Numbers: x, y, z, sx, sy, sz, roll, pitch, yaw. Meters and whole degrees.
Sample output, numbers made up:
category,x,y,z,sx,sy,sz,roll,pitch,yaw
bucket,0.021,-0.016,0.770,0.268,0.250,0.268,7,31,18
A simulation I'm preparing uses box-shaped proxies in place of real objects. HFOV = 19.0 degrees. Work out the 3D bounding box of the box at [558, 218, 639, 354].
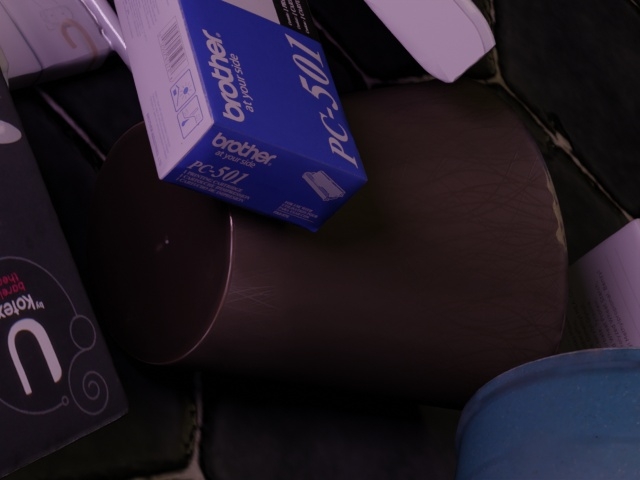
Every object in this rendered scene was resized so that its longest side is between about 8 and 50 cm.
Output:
category,x,y,z,sx,sy,sz,roll,pitch,yaw
box,0.251,0.095,1.244,0.181,0.119,0.182,5,55,-44

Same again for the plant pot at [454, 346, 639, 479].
category,x,y,z,sx,sy,sz,roll,pitch,yaw
plant pot,0.175,0.232,0.954,0.271,0.271,0.255,32,56,-24

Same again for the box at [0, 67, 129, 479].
category,x,y,z,sx,sy,sz,roll,pitch,yaw
box,-0.220,-0.015,0.779,0.165,0.143,0.270,-24,94,-52

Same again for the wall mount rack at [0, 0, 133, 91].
category,x,y,z,sx,sy,sz,roll,pitch,yaw
wall mount rack,-0.200,-0.197,1.017,0.304,0.130,0.350,56,36,7

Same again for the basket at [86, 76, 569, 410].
category,x,y,z,sx,sy,sz,roll,pitch,yaw
basket,0.000,0.000,1.045,0.227,0.154,0.204,2,68,-41

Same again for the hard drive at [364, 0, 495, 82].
category,x,y,z,sx,sy,sz,roll,pitch,yaw
hard drive,0.015,-0.203,1.178,0.233,0.047,0.353,48,7,-4

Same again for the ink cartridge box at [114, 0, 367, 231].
category,x,y,z,sx,sy,sz,roll,pitch,yaw
ink cartridge box,-0.049,-0.106,0.950,0.097,0.046,0.207,19,40,-38
